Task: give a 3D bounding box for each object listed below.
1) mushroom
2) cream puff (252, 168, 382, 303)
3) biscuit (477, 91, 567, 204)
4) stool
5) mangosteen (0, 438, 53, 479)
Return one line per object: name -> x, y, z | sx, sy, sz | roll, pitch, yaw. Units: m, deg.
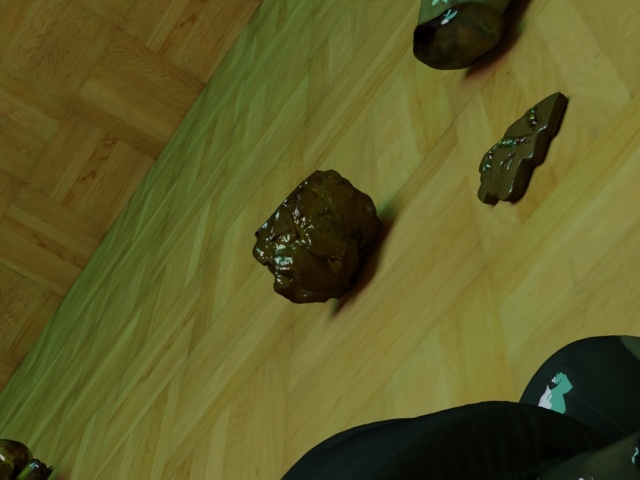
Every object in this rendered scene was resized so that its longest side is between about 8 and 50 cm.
mushroom -> 0.159, -0.279, 1.014 | 0.100, 0.081, 0.312 | -23, 36, 56
cream puff -> 0.000, 0.000, 0.973 | 0.116, 0.094, 0.122 | -50, -6, 19
biscuit -> 0.138, -0.064, 0.784 | 0.092, 0.016, 0.082 | -56, 15, 18
stool -> 0.068, 0.112, 0.392 | 0.139, 0.153, 0.228 | -33, 30, 60
mangosteen -> -0.485, 0.373, 1.654 | 0.217, 0.192, 0.192 | -26, 30, 27
